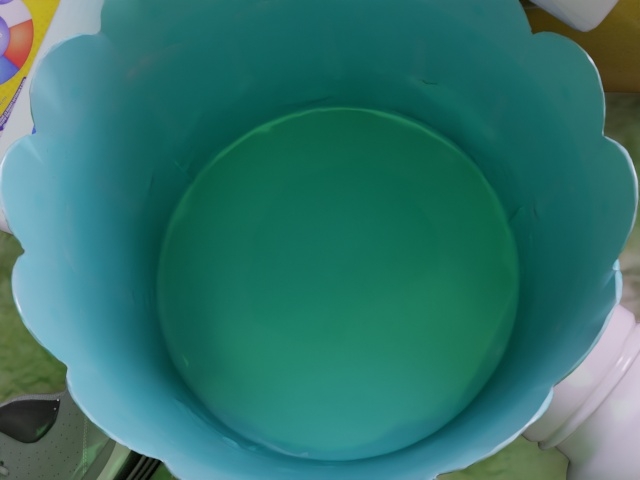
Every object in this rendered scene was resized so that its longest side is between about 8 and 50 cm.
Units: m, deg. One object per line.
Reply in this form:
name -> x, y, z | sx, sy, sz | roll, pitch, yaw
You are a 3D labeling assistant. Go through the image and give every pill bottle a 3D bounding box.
pill bottle -> 0.226, 0.136, 0.475 | 0.229, 0.131, 0.131 | 39, 92, 11

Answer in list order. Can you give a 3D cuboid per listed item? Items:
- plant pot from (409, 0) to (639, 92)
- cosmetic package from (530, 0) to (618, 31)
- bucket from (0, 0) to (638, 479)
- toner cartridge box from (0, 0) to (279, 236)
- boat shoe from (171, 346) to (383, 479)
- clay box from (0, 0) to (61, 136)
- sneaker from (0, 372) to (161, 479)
plant pot -> 0.169, -0.190, 0.463 | 0.212, 0.187, 0.212 | 18, 87, 55
cosmetic package -> 0.046, -0.326, 0.386 | 0.230, 0.162, 0.453 | -54, 39, 26
bucket -> 0.000, 0.000, 0.415 | 0.281, 0.183, 0.281 | -2, 74, 6
toner cartridge box -> -0.096, -0.144, 0.559 | 0.165, 0.075, 0.347 | 23, 89, -11
boat shoe -> -0.052, 0.182, 0.544 | 0.302, 0.109, 0.098 | -56, 41, 1
clay box -> -0.245, -0.147, 0.625 | 0.222, 0.053, 0.127 | 39, 91, 12
sneaker -> -0.226, 0.198, 0.584 | 0.132, 0.086, 0.228 | 34, 81, 16
